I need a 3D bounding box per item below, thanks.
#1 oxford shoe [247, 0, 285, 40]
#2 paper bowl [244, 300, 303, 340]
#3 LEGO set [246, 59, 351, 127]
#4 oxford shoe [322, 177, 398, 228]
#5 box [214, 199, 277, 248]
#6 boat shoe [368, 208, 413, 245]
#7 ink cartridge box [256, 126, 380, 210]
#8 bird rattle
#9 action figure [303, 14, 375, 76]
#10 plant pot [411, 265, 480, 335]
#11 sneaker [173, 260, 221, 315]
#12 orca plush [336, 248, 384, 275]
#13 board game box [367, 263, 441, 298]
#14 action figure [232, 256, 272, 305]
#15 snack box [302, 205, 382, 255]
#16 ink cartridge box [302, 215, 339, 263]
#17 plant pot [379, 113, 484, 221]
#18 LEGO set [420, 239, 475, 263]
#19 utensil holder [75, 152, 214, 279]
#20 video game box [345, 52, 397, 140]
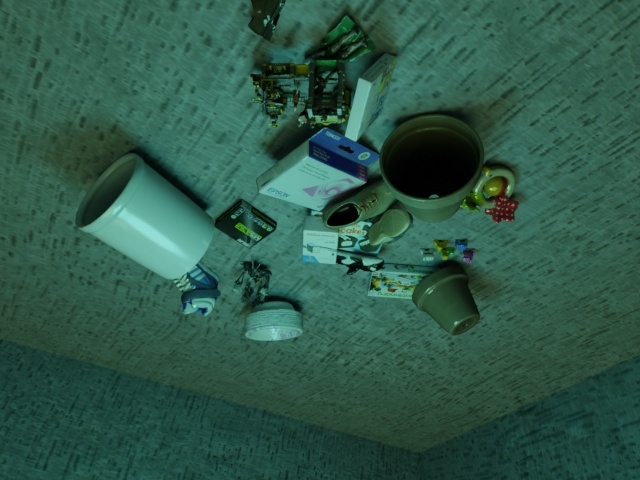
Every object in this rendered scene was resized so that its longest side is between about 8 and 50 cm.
[{"bbox_3d":[-0.140,-0.653,1.357,0.096,0.083,0.227,22,135,-13],"label":"oxford shoe"},{"bbox_3d":[-0.228,0.388,2.459,0.283,0.148,0.284,-4,158,-2],"label":"paper bowl"},{"bbox_3d":[-0.050,-0.394,1.507,0.330,0.192,0.255,4,162,-3],"label":"LEGO set"},{"bbox_3d":[0.170,-0.127,1.832,0.348,0.130,0.123,-29,101,7],"label":"oxford shoe"},{"bbox_3d":[-0.306,-0.063,2.067,0.190,0.045,0.184,35,128,-30],"label":"box"},{"bbox_3d":[0.272,-0.048,1.878,0.092,0.103,0.285,-2,163,-22],"label":"boat shoe"},{"bbox_3d":[0.004,-0.229,1.746,0.330,0.072,0.324,-29,153,34],"label":"ink cartridge box"},{"bbox_3d":[0.621,-0.166,1.817,0.253,0.143,0.207,12,122,-13],"label":"bird rattle"},{"bbox_3d":[0.028,-0.540,1.489,0.232,0.064,0.137,-25,134,33],"label":"action figure"},{"bbox_3d":[0.561,0.277,2.175,0.262,0.229,0.263,-19,144,-15],"label":"plant pot"},{"bbox_3d":[-0.594,0.203,2.247,0.130,0.237,0.322,-28,130,31],"label":"sneaker"},{"bbox_3d":[0.116,0.101,2.120,0.286,0.151,0.102,8,100,-5],"label":"orca plush"},{"bbox_3d":[0.374,0.187,2.286,0.304,0.053,0.193,4,139,0],"label":"board game box"},{"bbox_3d":[-0.302,0.201,2.298,0.163,0.141,0.276,15,141,6],"label":"action figure"},{"bbox_3d":[0.102,-0.043,2.042,0.321,0.060,0.187,11,138,-8],"label":"snack box"},{"bbox_3d":[0.000,0.000,1.993,0.139,0.082,0.191,4,140,1],"label":"ink cartridge box"},{"bbox_3d":[0.373,-0.202,1.680,0.322,0.324,0.280,-7,152,12],"label":"plant pot"},{"bbox_3d":[0.532,0.053,2.090,0.226,0.093,0.087,-1,138,6],"label":"LEGO set"},{"bbox_3d":[-0.633,-0.080,1.873,0.327,0.328,0.385,-24,134,29],"label":"utensil holder"},{"bbox_3d":[0.150,-0.428,1.510,0.048,0.187,0.205,30,140,14],"label":"video game box"}]
